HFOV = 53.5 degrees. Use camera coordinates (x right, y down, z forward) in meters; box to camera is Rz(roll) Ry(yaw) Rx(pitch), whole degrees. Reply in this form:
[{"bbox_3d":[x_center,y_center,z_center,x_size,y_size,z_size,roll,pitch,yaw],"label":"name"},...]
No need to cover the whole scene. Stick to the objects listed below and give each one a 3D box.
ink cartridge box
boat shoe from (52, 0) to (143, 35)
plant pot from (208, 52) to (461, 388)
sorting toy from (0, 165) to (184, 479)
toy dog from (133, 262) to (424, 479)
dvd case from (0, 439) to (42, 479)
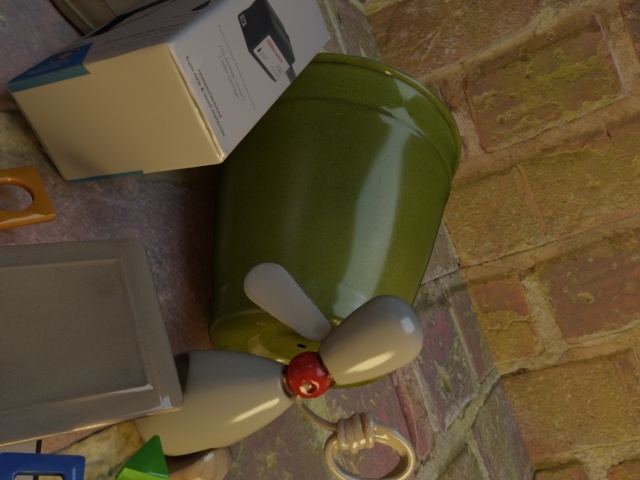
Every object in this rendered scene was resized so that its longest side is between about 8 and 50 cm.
[{"bbox_3d":[-0.154,-0.208,0.732,0.307,0.223,0.129,-60,137,-46],"label":"ink cartridge box"},{"bbox_3d":[-0.299,-0.372,0.795,0.341,0.110,0.121,49,30,-36],"label":"boat shoe"},{"bbox_3d":[0.000,0.000,0.881,0.366,0.367,0.353,46,44,-41],"label":"plant pot"},{"bbox_3d":[-0.233,0.083,0.555,0.196,0.047,0.347,-2,57,-34],"label":"sorting toy"},{"bbox_3d":[-0.065,0.138,0.675,0.161,0.334,0.220,-95,-178,-69],"label":"toy dog"},{"bbox_3d":[-0.280,0.239,0.432,0.180,0.022,0.253,34,40,-51],"label":"dvd case"}]
